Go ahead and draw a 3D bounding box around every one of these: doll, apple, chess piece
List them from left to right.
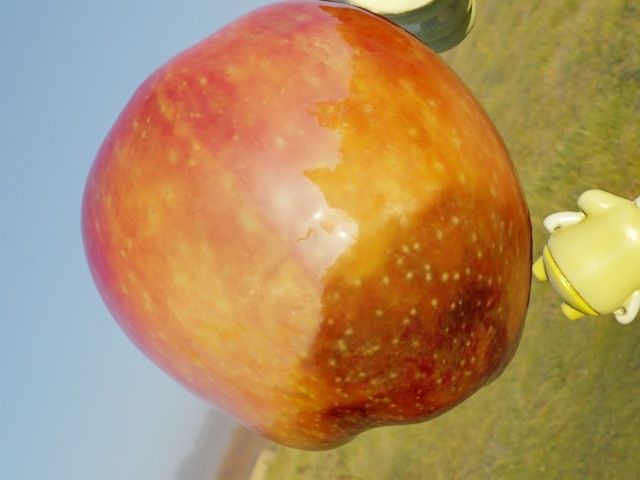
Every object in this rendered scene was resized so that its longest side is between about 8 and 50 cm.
[{"bbox_3d":[0.000,0.000,0.443,0.230,0.229,0.230,21,-90,-87],"label":"apple"},{"bbox_3d":[0.103,-0.275,0.935,0.145,0.144,0.251,-69,-16,3],"label":"chess piece"},{"bbox_3d":[0.248,-0.002,0.683,0.162,0.106,0.062,-39,-7,26],"label":"doll"}]
